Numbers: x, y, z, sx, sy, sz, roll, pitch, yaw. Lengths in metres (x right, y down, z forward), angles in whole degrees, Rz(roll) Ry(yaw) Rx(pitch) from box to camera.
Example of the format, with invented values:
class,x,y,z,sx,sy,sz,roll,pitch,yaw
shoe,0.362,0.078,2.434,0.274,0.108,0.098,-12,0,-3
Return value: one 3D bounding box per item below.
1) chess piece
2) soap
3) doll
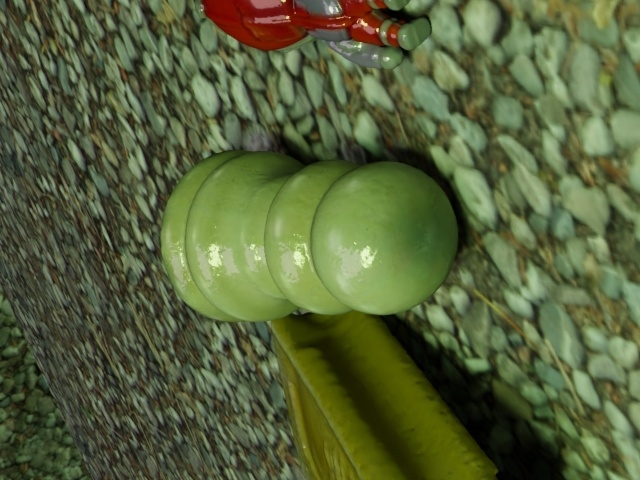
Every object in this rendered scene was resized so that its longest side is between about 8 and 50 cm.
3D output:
class,x,y,z,sx,sy,sz,roll,pitch,yaw
chess piece,0.000,0.000,0.870,0.251,0.144,0.144,3,120,55
soap,0.058,0.195,0.919,0.315,0.091,0.199,-125,19,-54
doll,-0.026,-0.167,0.790,0.228,0.075,0.102,19,144,42
